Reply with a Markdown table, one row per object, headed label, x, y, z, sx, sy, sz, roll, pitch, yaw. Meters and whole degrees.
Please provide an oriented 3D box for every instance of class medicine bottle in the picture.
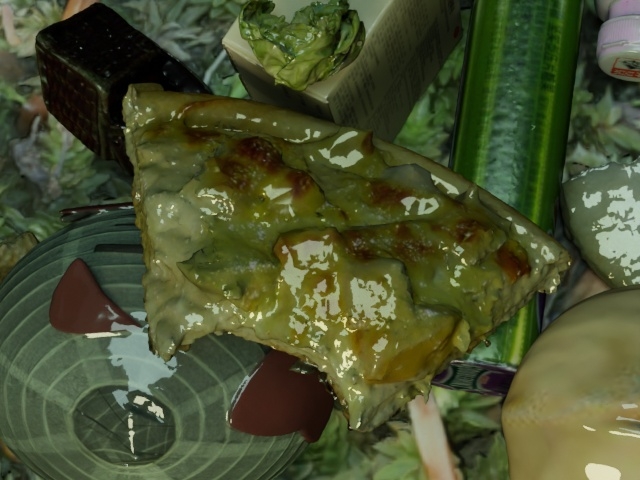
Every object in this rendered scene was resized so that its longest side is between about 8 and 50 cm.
| label | x | y | z | sx | sy | sz | roll | pitch | yaw |
| --- | --- | --- | --- | --- | --- | --- | --- | --- | --- |
| medicine bottle | 0.260 | -0.237 | 1.069 | 0.078 | 0.115 | 0.219 | 8 | 76 | 8 |

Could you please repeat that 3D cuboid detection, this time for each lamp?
| label | x | y | z | sx | sy | sz | roll | pitch | yaw |
| --- | --- | --- | --- | --- | --- | --- | --- | --- | --- |
| lamp | -0.111 | 0.087 | 0.964 | 0.265 | 0.233 | 0.233 | 14 | 77 | -2 |

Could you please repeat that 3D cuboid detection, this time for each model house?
| label | x | y | z | sx | sy | sz | roll | pitch | yaw |
| --- | --- | --- | --- | --- | --- | --- | --- | --- | --- |
| model house | -0.148 | -0.112 | 1.074 | 0.165 | 0.152 | 0.106 | 36 | 88 | 17 |

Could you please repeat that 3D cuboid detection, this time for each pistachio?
| label | x | y | z | sx | sy | sz | roll | pitch | yaw |
| --- | --- | --- | --- | --- | --- | --- | --- | --- | --- |
| pistachio | 0.266 | 0.138 | 0.907 | 0.309 | 0.230 | 0.229 | 11 | 76 | -5 |

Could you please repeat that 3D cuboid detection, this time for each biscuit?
| label | x | y | z | sx | sy | sz | roll | pitch | yaw |
| --- | --- | --- | --- | --- | --- | --- | --- | --- | --- |
| biscuit | 0.316 | -0.019 | 1.042 | 0.266 | 0.040 | 0.188 | 6 | 78 | 9 |

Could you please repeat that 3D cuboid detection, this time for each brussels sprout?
| label | x | y | z | sx | sy | sz | roll | pitch | yaw |
| --- | --- | --- | --- | --- | --- | --- | --- | --- | --- |
| brussels sprout | -0.009 | -0.132 | 0.890 | 0.085 | 0.058 | 0.085 | -10 | 42 | 9 |

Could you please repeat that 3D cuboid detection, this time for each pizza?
| label | x | y | z | sx | sy | sz | roll | pitch | yaw |
| --- | --- | --- | --- | --- | --- | --- | --- | --- | --- |
| pizza | 0.000 | 0.000 | 0.867 | 0.324 | 0.089 | 0.223 | 21 | 48 | 2 |

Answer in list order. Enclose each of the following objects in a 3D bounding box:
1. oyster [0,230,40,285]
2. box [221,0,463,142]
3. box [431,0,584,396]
| label | x | y | z | sx | sy | sz | roll | pitch | yaw |
| --- | --- | --- | --- | --- | --- | --- | --- | --- | --- |
| oyster | -0.372 | 0.102 | 1.047 | 0.361 | 0.221 | 0.096 | -34 | 110 | -12 |
| box | 0.026 | -0.155 | 1.027 | 0.095 | 0.212 | 0.168 | 33 | 82 | 15 |
| box | 0.137 | -0.063 | 1.028 | 0.097 | 0.134 | 0.345 | 8 | 77 | 7 |
